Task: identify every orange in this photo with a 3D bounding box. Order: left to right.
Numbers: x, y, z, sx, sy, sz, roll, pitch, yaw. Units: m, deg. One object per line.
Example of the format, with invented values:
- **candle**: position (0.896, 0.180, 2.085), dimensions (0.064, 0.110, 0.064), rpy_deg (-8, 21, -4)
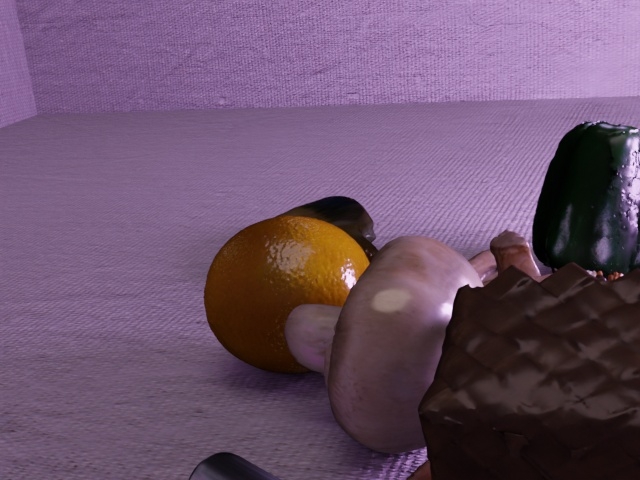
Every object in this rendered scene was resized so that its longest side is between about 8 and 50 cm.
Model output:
- **orange**: position (-0.040, 0.072, 1.249), dimensions (0.236, 0.236, 0.236), rpy_deg (-5, 19, 2)

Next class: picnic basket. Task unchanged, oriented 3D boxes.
- **picnic basket**: position (0.232, 0.154, 0.812), dimensions (0.254, 0.291, 0.321), rpy_deg (1, 33, 23)

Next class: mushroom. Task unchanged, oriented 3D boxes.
- **mushroom**: position (0.073, 0.114, 1.071), dimensions (0.234, 0.253, 0.260), rpy_deg (11, -18, 20)
- **mushroom**: position (0.234, 0.082, 1.261), dimensions (0.151, 0.156, 0.285), rpy_deg (-19, 7, 0)

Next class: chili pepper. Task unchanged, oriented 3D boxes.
- **chili pepper**: position (0.458, -0.056, 1.424), dimensions (0.233, 0.256, 0.248), rpy_deg (-1, 14, -26)

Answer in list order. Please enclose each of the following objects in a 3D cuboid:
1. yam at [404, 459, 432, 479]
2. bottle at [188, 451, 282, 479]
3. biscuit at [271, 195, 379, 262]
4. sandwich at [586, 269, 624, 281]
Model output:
- **yam**: position (0.125, 0.245, 0.942), dimensions (0.241, 0.056, 0.057), rpy_deg (-21, 24, -38)
- **bottle**: position (-0.025, 0.273, 0.870), dimensions (0.096, 0.079, 0.254), rpy_deg (-13, 18, -39)
- **biscuit**: position (0.000, 0.000, 1.660), dimensions (0.335, 0.078, 0.329), rpy_deg (9, 28, 43)
- **sandwich**: position (0.402, 0.092, 1.218), dimensions (0.160, 0.109, 0.185), rpy_deg (-10, 20, -6)
